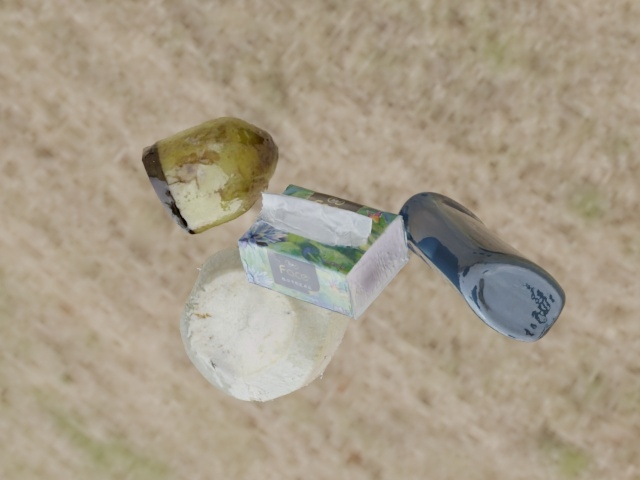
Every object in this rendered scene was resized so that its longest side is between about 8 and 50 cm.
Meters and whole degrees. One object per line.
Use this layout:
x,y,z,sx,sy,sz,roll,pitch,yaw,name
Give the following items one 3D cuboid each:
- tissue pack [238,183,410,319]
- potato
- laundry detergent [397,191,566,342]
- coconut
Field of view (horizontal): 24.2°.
0.001,0.000,1.217,0.111,0.085,0.079,18,139,31,tissue pack
-0.086,-0.058,1.279,0.096,0.103,0.066,56,-174,-25,potato
0.118,0.011,1.220,0.097,0.061,0.206,25,-170,-26,laundry detergent
-0.052,0.075,1.463,0.161,0.161,0.162,29,-171,16,coconut
